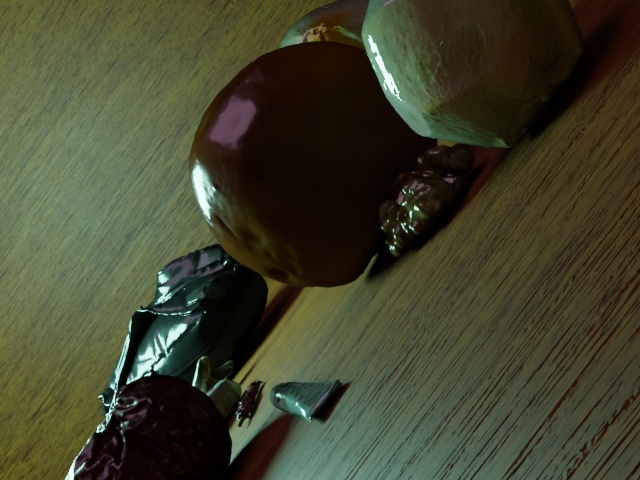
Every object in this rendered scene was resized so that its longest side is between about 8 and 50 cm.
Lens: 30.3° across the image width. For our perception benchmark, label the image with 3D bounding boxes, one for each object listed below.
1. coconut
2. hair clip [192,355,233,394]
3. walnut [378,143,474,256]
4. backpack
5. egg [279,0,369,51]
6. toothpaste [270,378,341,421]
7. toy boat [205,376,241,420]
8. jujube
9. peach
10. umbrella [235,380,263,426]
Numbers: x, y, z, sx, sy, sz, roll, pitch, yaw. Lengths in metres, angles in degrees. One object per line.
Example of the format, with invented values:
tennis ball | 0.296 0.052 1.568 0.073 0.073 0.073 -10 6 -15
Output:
coconut | 0.172 -0.212 1.284 0.227 0.230 0.227 -25 0 0
hair clip | -0.252 0.343 2.219 0.292 0.084 0.106 -58 9 17
walnut | 0.124 -0.055 1.451 0.143 0.069 0.170 -59 4 -31
backpack | -0.278 0.199 2.467 0.446 0.254 0.363 -47 14 33
egg | 0.021 -0.310 2.103 0.337 0.201 0.337 -60 8 13
toothpaste | -0.021 0.185 1.383 0.056 0.036 0.205 -54 9 -14
toy boat | -0.215 0.335 2.010 0.155 0.085 0.227 -37 4 44
jujube | -0.224 0.301 1.600 0.213 0.213 0.232 -49 12 46
peach | -0.015 -0.113 1.633 0.343 0.301 0.343 -55 -8 -11
umbrella | -0.113 0.251 1.833 0.165 0.025 0.027 -67 -9 -75
